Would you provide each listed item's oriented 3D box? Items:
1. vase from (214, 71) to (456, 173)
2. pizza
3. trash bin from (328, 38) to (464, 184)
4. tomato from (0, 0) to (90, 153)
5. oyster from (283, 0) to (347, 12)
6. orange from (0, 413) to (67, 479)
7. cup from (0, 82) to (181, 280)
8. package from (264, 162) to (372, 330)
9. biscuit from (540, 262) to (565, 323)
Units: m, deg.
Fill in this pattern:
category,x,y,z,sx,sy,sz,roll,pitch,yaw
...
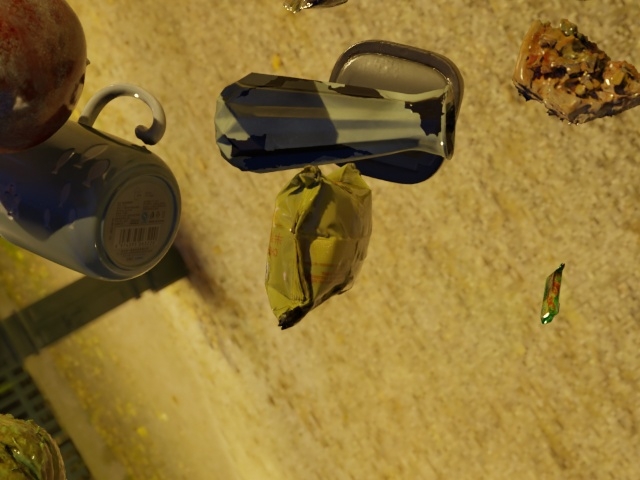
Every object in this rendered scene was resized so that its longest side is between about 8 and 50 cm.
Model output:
category,x,y,z,sx,sy,sz,roll,pitch,yaw
vase,0.023,-0.180,1.694,0.360,0.165,0.165,2,132,15
pizza,0.405,-0.256,1.712,0.226,0.147,0.069,37,164,14
trash bin,0.140,-0.224,1.878,0.220,0.250,0.219,18,103,12
tomato,-0.527,-0.293,1.744,0.317,0.282,0.316,14,123,23
oyster,0.027,-0.299,1.224,0.053,0.166,0.108,48,-161,-9
orange,-0.533,0.430,1.734,0.301,0.223,0.300,-59,-31,-65
cup,-0.387,-0.113,1.959,0.274,0.356,0.259,21,171,34
package,0.000,0.000,1.157,0.226,0.090,0.168,-10,-71,-74
biscuit,0.332,0.079,1.575,0.016,0.089,0.046,16,155,-6
